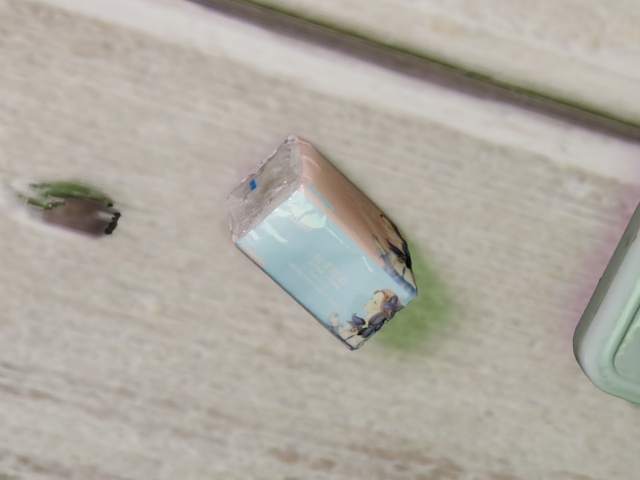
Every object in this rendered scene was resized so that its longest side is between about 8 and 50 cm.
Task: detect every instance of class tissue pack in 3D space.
[{"bbox_3d":[0.000,0.000,1.013,0.059,0.074,0.094,-40,114,14],"label":"tissue pack"}]

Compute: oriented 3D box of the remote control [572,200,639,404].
[{"bbox_3d":[0.256,-0.056,1.043,0.128,0.065,0.335,20,106,-15],"label":"remote control"}]
